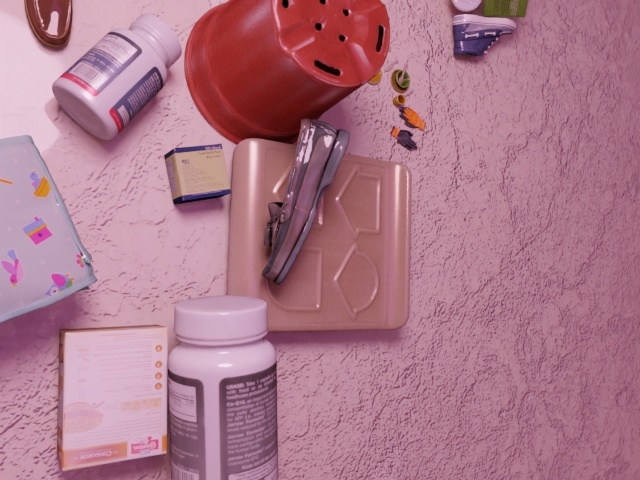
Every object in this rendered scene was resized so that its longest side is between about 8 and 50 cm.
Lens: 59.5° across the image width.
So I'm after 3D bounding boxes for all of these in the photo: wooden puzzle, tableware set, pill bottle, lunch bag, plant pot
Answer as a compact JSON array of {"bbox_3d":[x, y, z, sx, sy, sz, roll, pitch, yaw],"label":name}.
[{"bbox_3d":[0.000,0.000,1.015,0.347,0.080,0.322,4,85,-26],"label":"wooden puzzle"},{"bbox_3d":[0.135,-0.350,1.151,0.104,0.024,0.154,-41,107,-27],"label":"tableware set"},{"bbox_3d":[-0.144,0.233,0.837,0.161,0.161,0.283,-3,96,-32],"label":"pill bottle"},{"bbox_3d":[-0.443,0.006,0.694,0.262,0.160,0.224,-24,98,-25],"label":"lunch bag"},{"bbox_3d":[-0.046,-0.305,0.896,0.272,0.265,0.273,3,85,-31],"label":"plant pot"},{"bbox_3d":[-0.294,-0.248,0.833,0.108,0.108,0.180,45,65,-21],"label":"pill bottle"}]

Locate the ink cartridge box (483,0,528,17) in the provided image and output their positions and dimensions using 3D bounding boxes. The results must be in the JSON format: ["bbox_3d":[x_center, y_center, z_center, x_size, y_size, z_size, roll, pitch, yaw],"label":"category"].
[{"bbox_3d":[0.427,-0.659,1.237,0.097,0.189,0.255,8,69,14],"label":"ink cartridge box"}]

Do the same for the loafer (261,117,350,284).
[{"bbox_3d":[-0.043,-0.064,0.893,0.084,0.096,0.268,25,93,-8],"label":"loafer"}]

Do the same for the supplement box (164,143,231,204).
[{"bbox_3d":[-0.200,-0.108,0.909,0.083,0.056,0.083,-12,93,-31],"label":"supplement box"}]

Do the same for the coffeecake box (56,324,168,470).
[{"bbox_3d":[-0.301,0.221,0.814,0.142,0.068,0.186,2,85,-31],"label":"coffeecake box"}]

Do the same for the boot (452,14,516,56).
[{"bbox_3d":[0.376,-0.466,1.292,0.189,0.069,0.086,-8,104,-29],"label":"boot"}]

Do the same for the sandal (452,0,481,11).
[{"bbox_3d":[0.319,-0.628,1.256,0.101,0.076,0.265,8,83,-3],"label":"sandal"}]

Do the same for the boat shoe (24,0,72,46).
[{"bbox_3d":[-0.392,-0.374,0.809,0.064,0.060,0.178,-1,87,-31],"label":"boat shoe"}]

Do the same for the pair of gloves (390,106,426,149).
[{"bbox_3d":[0.187,-0.237,1.182,0.074,0.010,0.083,31,72,-26],"label":"pair of gloves"}]
